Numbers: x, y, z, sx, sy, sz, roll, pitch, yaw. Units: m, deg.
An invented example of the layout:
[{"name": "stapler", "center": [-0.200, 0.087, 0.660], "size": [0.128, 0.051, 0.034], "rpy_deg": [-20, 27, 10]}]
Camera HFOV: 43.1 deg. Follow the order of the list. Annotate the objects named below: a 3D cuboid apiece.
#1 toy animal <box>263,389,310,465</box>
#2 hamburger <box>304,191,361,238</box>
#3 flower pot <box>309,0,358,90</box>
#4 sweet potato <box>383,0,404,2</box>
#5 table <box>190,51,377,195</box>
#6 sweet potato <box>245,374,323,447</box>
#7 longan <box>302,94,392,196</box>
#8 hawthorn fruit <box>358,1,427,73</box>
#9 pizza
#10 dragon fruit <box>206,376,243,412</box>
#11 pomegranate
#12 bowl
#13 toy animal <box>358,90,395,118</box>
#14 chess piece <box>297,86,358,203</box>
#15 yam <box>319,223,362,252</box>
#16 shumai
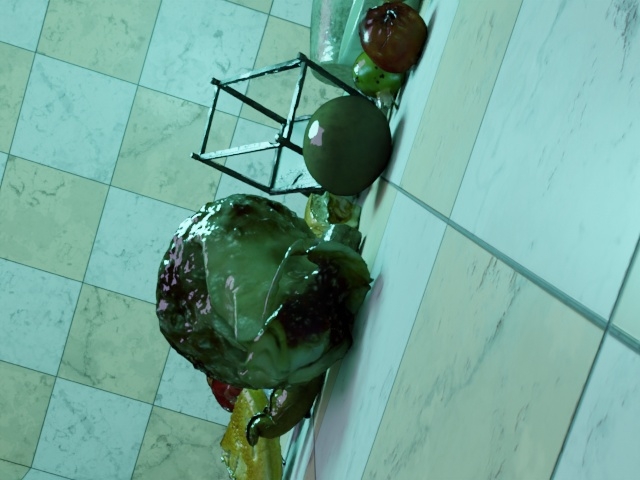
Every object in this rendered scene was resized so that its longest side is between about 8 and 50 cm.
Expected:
[{"name": "toy animal", "center": [-0.081, 0.383, 1.861], "size": [0.324, 0.090, 0.195], "rpy_deg": [119, 145, -48]}, {"name": "hamburger", "center": [0.000, 0.000, 1.963], "size": [0.155, 0.135, 0.208], "rpy_deg": [-69, 3, -52]}, {"name": "flower pot", "center": [0.107, -0.642, 2.443], "size": [0.293, 0.293, 0.330], "rpy_deg": [126, 153, -79]}, {"name": "sweet potato", "center": [0.242, -0.653, 1.733], "size": [0.385, 0.109, 0.109], "rpy_deg": [-53, 17, 44]}, {"name": "table", "center": [-0.090, -0.264, 1.943], "size": [0.335, 0.272, 0.222], "rpy_deg": [-3, 69, 46]}, {"name": "sweet potato", "center": [-0.052, 0.298, 1.684], "size": [0.124, 0.098, 0.310], "rpy_deg": [-14, 41, 50]}, {"name": "longan", "center": [0.056, -0.203, 1.708], "size": [0.196, 0.196, 0.220], "rpy_deg": [112, 179, -52]}, {"name": "hawthorn fruit", "center": [0.161, -0.427, 1.746], "size": [0.172, 0.148, 0.148], "rpy_deg": [62, -142, -55]}, {"name": "pizza", "center": [-0.152, 0.470, 1.821], "size": [0.228, 0.081, 0.290], "rpy_deg": [-24, 74, 50]}, {"name": "dragon fruit", "center": [-0.202, 0.373, 2.376], "size": [0.342, 0.277, 0.277], "rpy_deg": [127, 161, -64]}, {"name": "pomegranate", "center": [0.143, -0.369, 1.869], "size": [0.129, 0.129, 0.159], "rpy_deg": [-104, -7, -83]}, {"name": "bowl", "center": [0.162, -0.593, 2.136], "size": [0.307, 0.163, 0.307], "rpy_deg": [-162, 90, -86]}, {"name": "toy animal", "center": [0.135, -0.353, 1.977], "size": [0.098, 0.098, 0.137], "rpy_deg": [119, 161, -74]}, {"name": "chess piece", "center": [0.056, -0.252, 2.167], "size": [0.299, 0.194, 0.194], "rpy_deg": [-64, 2, -13]}, {"name": "yam", "center": [0.023, 0.059, 1.716], "size": [0.107, 0.107, 0.183], "rpy_deg": [124, 166, -78]}, {"name": "shumai", "center": [-0.089, 0.132, 1.447], "size": [0.348, 0.395, 0.395], "rpy_deg": [33, 107, 65]}]
